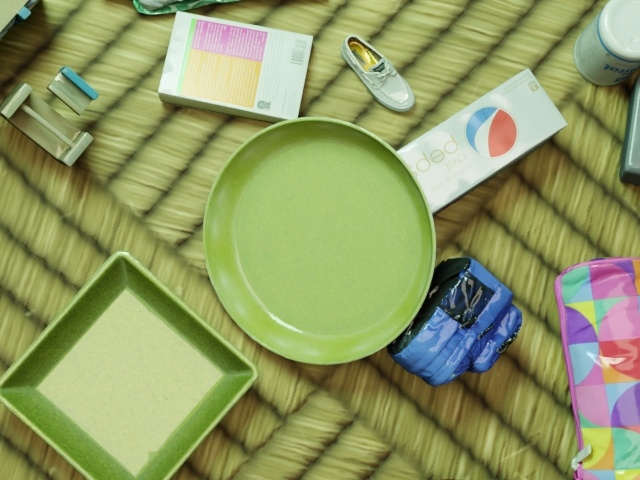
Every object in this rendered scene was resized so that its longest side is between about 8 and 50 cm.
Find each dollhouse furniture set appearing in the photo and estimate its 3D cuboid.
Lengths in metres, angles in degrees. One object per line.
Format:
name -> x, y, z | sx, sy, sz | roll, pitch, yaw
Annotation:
dollhouse furniture set -> -0.291, -0.185, 1.070 | 0.183, 0.129, 0.129 | 41, 82, -21

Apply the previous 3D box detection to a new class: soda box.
soda box -> 0.138, -0.083, 1.085 | 0.216, 0.069, 0.074 | -33, 85, -7

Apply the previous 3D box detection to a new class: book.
book -> -0.087, -0.179, 1.108 | 0.144, 0.035, 0.096 | 11, 79, -1

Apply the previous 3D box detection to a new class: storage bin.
storage bin -> 0.360, -0.110, 1.091 | 0.091, 0.098, 0.135 | 8, 82, 9

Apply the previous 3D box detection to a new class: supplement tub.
supplement tub -> 0.305, -0.204, 1.088 | 0.071, 0.107, 0.071 | 0, 82, -2

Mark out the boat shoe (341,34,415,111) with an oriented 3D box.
boat shoe -> 0.060, -0.175, 1.111 | 0.035, 0.035, 0.100 | -40, 85, -7

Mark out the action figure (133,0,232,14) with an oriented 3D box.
action figure -> -0.120, -0.292, 1.110 | 0.232, 0.063, 0.137 | -16, 86, -1

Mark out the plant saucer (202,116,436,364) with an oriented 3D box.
plant saucer -> 0.000, 0.000, 1.045 | 0.241, 0.037, 0.241 | 3, 98, 20

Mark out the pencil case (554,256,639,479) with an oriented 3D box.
pencil case -> 0.287, 0.133, 1.049 | 0.104, 0.104, 0.236 | -3, 81, -3

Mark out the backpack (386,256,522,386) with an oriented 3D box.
backpack -> 0.130, 0.088, 1.048 | 0.101, 0.098, 0.120 | 41, 82, 0

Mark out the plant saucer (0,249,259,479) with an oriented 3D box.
plant saucer -> -0.188, 0.139, 1.054 | 0.188, 0.045, 0.188 | 41, 83, 3

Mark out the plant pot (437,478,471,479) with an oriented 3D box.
plant pot -> 0.184, 0.317, 0.977 | 0.174, 0.191, 0.191 | 3, 82, -9
